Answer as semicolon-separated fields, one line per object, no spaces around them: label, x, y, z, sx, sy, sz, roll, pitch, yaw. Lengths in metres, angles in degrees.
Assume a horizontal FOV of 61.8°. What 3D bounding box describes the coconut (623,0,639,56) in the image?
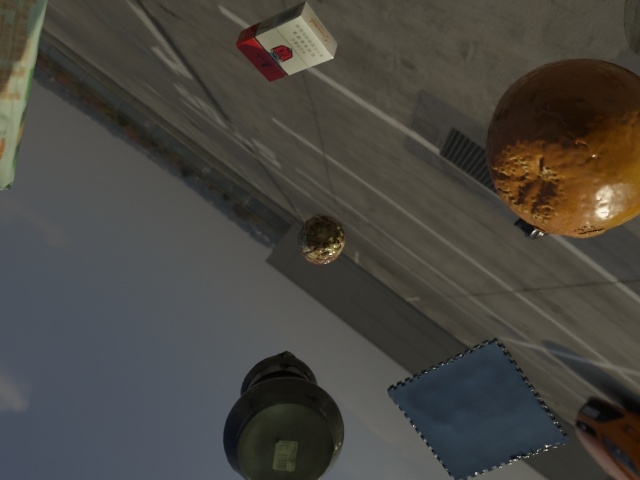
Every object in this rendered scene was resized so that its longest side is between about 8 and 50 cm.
coconut;0.718;-0.443;0.985;0.248;0.244;0.245;-4;167;12

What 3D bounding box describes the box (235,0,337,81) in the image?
box;-0.061;-0.348;0.949;0.152;0.048;0.100;-10;143;35

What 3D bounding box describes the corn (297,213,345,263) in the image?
corn;0.000;0.000;1.048;0.098;0.098;0.290;37;178;2

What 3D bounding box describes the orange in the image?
orange;0.311;-0.113;0.660;0.219;0.193;0.219;165;90;-71

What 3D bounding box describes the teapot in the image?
teapot;-0.107;0.514;1.468;0.306;0.375;0.362;7;-174;-7

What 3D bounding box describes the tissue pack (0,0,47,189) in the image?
tissue pack;-0.341;-0.207;0.407;0.228;0.310;0.128;19;-164;0

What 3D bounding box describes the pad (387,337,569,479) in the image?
pad;0.312;0.351;1.081;0.269;0.270;0.012;55;-155;-6

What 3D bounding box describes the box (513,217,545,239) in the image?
box;0.589;-0.124;1.219;0.073;0.289;0.290;50;-149;20
